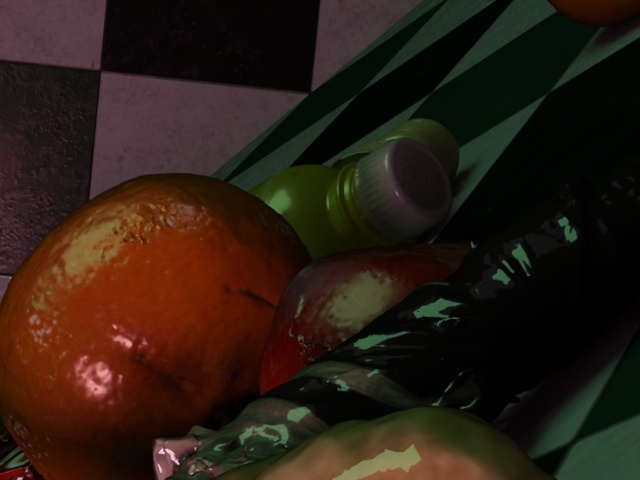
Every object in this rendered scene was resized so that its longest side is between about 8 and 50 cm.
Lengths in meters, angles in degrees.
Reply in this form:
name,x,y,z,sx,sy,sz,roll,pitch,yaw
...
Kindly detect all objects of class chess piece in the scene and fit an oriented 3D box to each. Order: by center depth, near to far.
name,x,y,z,sx,sy,sz,roll,pitch,yaw
chess piece,0.069,-0.051,1.471,0.094,0.094,0.170,-34,3,29

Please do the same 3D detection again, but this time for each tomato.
name,x,y,z,sx,sy,sz,roll,pitch,yaw
tomato,0.032,0.046,1.027,0.173,0.099,0.189,-27,22,53

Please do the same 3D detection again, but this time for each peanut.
name,x,y,z,sx,sy,sz,roll,pitch,yaw
peanut,0.003,0.130,0.662,0.137,0.122,0.253,-14,-4,-24

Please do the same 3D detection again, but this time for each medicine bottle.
name,x,y,z,sx,sy,sz,roll,pitch,yaw
medicine bottle,0.000,0.000,1.339,0.212,0.122,0.122,-32,11,38

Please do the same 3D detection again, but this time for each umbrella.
name,x,y,z,sx,sy,sz,roll,pitch,yaw
umbrella,0.083,0.057,0.887,0.357,0.106,0.113,-34,16,-18

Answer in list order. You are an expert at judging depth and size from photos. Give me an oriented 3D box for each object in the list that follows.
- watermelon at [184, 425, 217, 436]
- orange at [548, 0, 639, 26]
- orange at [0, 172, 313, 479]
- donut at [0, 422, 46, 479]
name,x,y,z,sx,sy,sz,roll,pitch,yaw
watermelon,-0.059,0.159,1.047,0.092,0.072,0.084,88,-153,-51
orange,0.256,-0.264,1.592,0.155,0.134,0.155,-46,7,8
orange,-0.098,0.067,1.145,0.224,0.224,0.170,-40,50,-7
donut,-0.210,0.182,1.377,0.216,0.096,0.230,-45,10,-19
